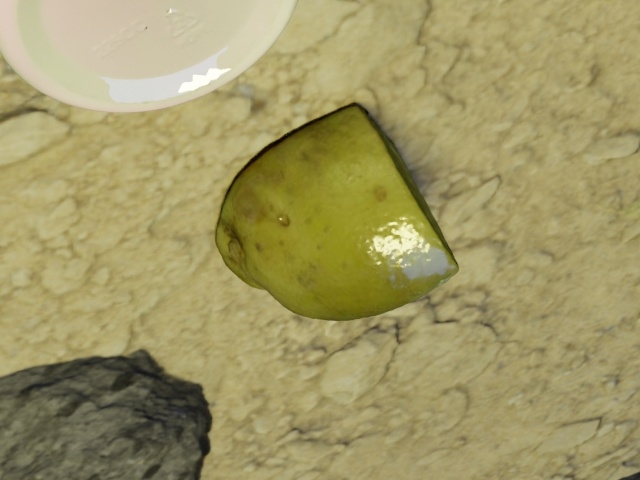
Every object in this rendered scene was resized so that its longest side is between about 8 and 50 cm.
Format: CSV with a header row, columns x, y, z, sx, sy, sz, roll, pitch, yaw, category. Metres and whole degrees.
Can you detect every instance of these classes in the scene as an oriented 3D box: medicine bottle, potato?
x,y,z,sx,sy,sz,roll,pitch,yaw,category
-0.104,-0.191,0.799,0.133,0.274,0.133,-12,139,-10,medicine bottle
0.000,0.000,1.193,0.149,0.120,0.081,-37,141,11,potato
